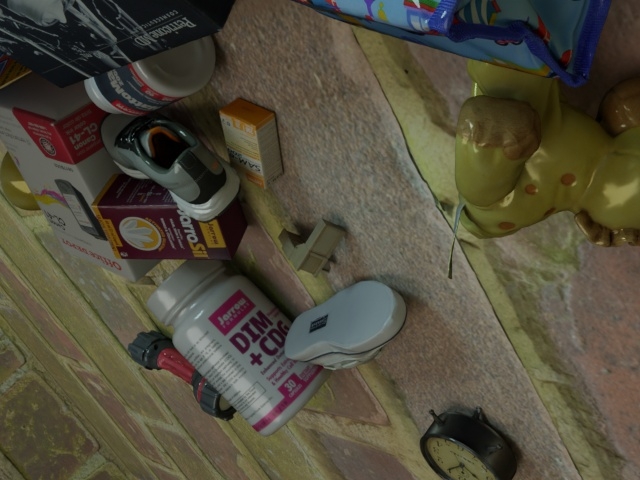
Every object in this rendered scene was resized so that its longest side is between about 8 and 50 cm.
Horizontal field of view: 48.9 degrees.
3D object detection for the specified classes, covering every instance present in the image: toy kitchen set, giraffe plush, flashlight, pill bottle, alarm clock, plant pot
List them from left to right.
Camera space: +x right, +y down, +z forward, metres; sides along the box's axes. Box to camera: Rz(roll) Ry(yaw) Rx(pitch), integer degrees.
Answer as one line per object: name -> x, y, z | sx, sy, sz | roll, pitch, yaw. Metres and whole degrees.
plant pot -> -0.485, -0.115, 1.264 | 0.095, 0.134, 0.134 | 9, 134, 29
pill bottle -> -0.217, -0.211, 0.858 | 0.180, 0.108, 0.108 | -6, 122, 52
flashlight -> -0.289, 0.275, 1.488 | 0.304, 0.103, 0.103 | 19, 140, 35
pill bottle -> -0.131, 0.157, 1.120 | 0.283, 0.160, 0.160 | 45, 148, 1
toy kitchen set -> 0.000, 0.000, 0.926 | 0.068, 0.075, 0.083 | 21, -159, -32
alarm clock -> 0.209, 0.311, 0.993 | 0.129, 0.064, 0.192 | 22, 139, 32
giraffe plush -> 0.191, -0.065, 0.519 | 0.170, 0.181, 0.210 | 7, 102, 14

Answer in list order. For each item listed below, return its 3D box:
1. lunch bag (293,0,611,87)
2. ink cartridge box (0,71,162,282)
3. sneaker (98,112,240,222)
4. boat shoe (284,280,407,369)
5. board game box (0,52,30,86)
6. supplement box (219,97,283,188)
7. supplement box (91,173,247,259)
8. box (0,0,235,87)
lunch bag -> 0.078, -0.263, 0.390 | 0.221, 0.138, 0.293 | 32, 111, 44
ink cartridge box -> -0.373, -0.107, 1.134 | 0.226, 0.131, 0.306 | 18, 137, 37
sneaker -> -0.211, -0.125, 0.914 | 0.271, 0.100, 0.108 | 31, 164, 39
boat shoe -> 0.046, 0.129, 0.958 | 0.088, 0.096, 0.267 | 26, 148, -22
board game box -> -0.609, -0.357, 0.911 | 0.356, 0.356, 0.356 | 51, 147, -9
supplement box -> -0.085, -0.120, 0.875 | 0.062, 0.036, 0.098 | 27, 144, 29
supplement box -> -0.213, -0.035, 1.010 | 0.188, 0.081, 0.104 | 0, 131, 16
box -> -0.265, -0.311, 0.619 | 0.312, 0.179, 0.343 | 30, 162, -38
